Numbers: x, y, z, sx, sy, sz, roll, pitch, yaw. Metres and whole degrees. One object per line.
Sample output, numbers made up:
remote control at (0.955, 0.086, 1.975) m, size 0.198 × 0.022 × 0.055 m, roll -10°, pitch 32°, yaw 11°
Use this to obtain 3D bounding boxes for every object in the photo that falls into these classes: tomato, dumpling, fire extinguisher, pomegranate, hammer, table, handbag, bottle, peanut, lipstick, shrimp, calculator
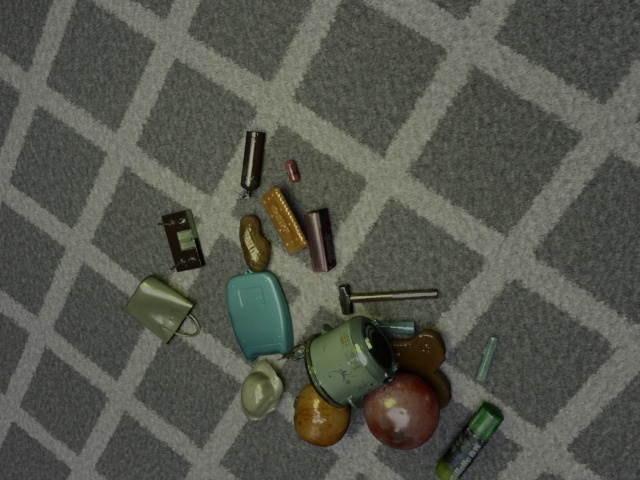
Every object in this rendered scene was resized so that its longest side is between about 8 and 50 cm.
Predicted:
tomato at (0.279, 0.595, 1.696) m, size 0.269 × 0.227 × 0.271 m, roll 6°, pitch 116°, yaw 13°
dumpling at (-0.238, 0.616, 1.971) m, size 0.162 × 0.132 × 0.251 m, roll 18°, pitch 95°, yaw 20°
fire extinguisher at (-0.268, -0.277, 1.843) m, size 0.089 × 0.072 × 0.268 m, roll 10°, pitch 103°, yaw 6°
pomegranate at (0.002, 0.656, 1.860) m, size 0.247 × 0.248 × 0.249 m, roll 3°, pitch 101°, yaw 16°
hammer at (0.247, 0.209, 1.798) m, size 0.364 × 0.043 × 0.111 m, roll -5°, pitch 98°, yaw 16°
table at (-0.566, 0.008, 1.965) m, size 0.121 × 0.111 × 0.240 m, roll -12°, pitch 96°, yaw 17°
handbag at (-0.650, 0.308, 2.053) m, size 0.315 × 0.109 × 0.241 m, roll 38°, pitch 109°, yaw 3°
hammer at (-0.106, -0.255, 1.816) m, size 0.043 × 0.043 × 0.084 m, roll -16°, pitch 96°, yaw 19°
bottle at (0.540, 0.740, 1.780) m, size 0.093 × 0.093 × 0.330 m, roll 30°, pitch 107°, yaw 9°
peanut at (-0.254, 0.011, 1.884) m, size 0.108 × 0.095 × 0.226 m, roll -16°, pitch 92°, yaw 3°
lipstick at (0.269, 0.321, 1.807) m, size 0.157 × 0.048 × 0.048 m, roll -2°, pitch 99°, yaw 17°
shrimp at (-0.069, 0.428, 1.899) m, size 0.232 × 0.090 × 0.079 m, roll -23°, pitch 110°, yaw 2°
calculator at (-0.248, 0.300, 1.956) m, size 0.255 × 0.054 × 0.387 m, roll -11°, pitch 96°, yaw 18°

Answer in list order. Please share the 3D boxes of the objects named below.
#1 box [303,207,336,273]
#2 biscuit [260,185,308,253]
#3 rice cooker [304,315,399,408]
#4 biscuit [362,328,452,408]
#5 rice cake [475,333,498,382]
box at (0.000, 0.000, 1.792) m, size 0.068 × 0.120 × 0.224 m, roll -5°, pitch 100°, yaw 21°
biscuit at (-0.138, -0.071, 1.817) m, size 0.250 × 0.030 × 0.160 m, roll 63°, pitch 151°, yaw -1°
rice cooker at (0.091, 0.412, 1.660) m, size 0.316 × 0.264 × 0.317 m, roll -6°, pitch 78°, yaw 28°
biscuit at (0.270, 0.456, 1.809) m, size 0.393 × 0.076 × 0.369 m, roll -5°, pitch 108°, yaw 19°
rice cake at (0.589, 0.419, 1.739) m, size 0.042 × 0.030 × 0.180 m, roll 17°, pitch 103°, yaw 15°
